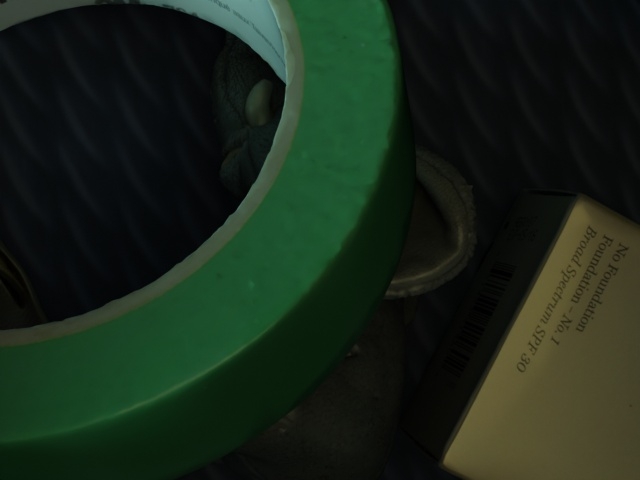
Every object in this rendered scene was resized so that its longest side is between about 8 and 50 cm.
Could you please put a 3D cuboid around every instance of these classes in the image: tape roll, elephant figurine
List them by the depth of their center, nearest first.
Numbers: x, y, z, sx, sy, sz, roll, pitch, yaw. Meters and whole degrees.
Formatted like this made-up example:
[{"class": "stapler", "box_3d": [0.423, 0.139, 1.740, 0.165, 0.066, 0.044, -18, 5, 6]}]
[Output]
[{"class": "tape roll", "box_3d": [-0.119, -0.043, 0.679, 0.321, 0.077, 0.321, -4, 60, 7]}, {"class": "elephant figurine", "box_3d": [0.000, 0.000, 0.759, 0.186, 0.169, 0.239, 46, 69, -37]}]

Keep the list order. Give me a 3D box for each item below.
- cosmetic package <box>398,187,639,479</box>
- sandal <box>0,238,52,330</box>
[{"class": "cosmetic package", "box_3d": [0.217, 0.111, 0.810, 0.309, 0.113, 0.160, 27, 89, -8]}, {"class": "sandal", "box_3d": [-0.197, 0.030, 0.769, 0.090, 0.060, 0.219, -35, 98, -5]}]
